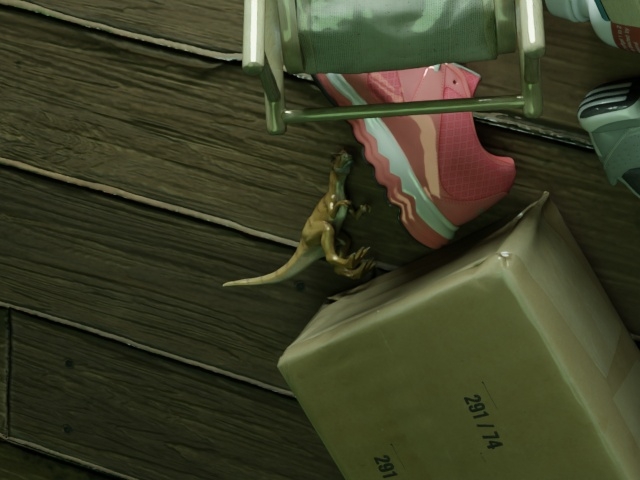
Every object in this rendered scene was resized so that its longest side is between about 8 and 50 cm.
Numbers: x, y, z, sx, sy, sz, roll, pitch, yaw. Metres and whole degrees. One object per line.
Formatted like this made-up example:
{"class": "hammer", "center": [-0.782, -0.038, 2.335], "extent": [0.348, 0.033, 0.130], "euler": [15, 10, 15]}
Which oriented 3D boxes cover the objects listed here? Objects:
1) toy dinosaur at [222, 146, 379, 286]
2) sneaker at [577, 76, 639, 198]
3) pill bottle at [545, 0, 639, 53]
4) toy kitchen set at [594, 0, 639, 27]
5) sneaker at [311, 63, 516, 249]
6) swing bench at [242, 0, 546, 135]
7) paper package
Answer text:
{"class": "toy dinosaur", "center": [0.000, 0.000, 1.670], "extent": [0.112, 0.064, 0.211], "euler": [43, 116, 23]}
{"class": "sneaker", "center": [0.358, -0.091, 1.450], "extent": [0.228, 0.086, 0.132], "euler": [-5, 119, 33]}
{"class": "pill bottle", "center": [0.310, -0.215, 1.372], "extent": [0.216, 0.121, 0.121], "euler": [18, 120, 28]}
{"class": "toy kitchen set", "center": [0.228, -0.304, 1.325], "extent": [0.166, 0.207, 0.122], "euler": [17, 157, 38]}
{"class": "sneaker", "center": [0.081, -0.153, 1.543], "extent": [0.136, 0.116, 0.314], "euler": [-30, 98, 12]}
{"class": "swing bench", "center": [0.063, -0.243, 1.399], "extent": [0.253, 0.165, 0.255], "euler": [-3, 73, 5]}
{"class": "paper package", "center": [0.165, 0.169, 1.600], "extent": [0.309, 0.168, 0.325], "euler": [-26, 101, 33]}
